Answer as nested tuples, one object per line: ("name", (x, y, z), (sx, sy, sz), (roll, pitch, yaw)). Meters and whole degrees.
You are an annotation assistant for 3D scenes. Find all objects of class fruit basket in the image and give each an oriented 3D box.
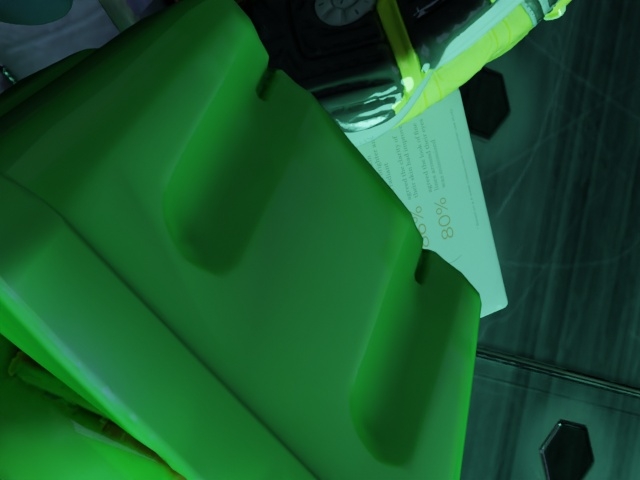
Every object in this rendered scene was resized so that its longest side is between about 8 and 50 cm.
("fruit basket", (-0.166, 0.105, 0.494), (0.283, 0.392, 0.392), (49, 66, -23))

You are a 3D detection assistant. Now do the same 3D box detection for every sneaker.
("sneaker", (0.104, -0.165, 0.775), (0.384, 0.145, 0.147), (-49, 145, -30))

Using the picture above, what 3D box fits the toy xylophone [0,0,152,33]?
("toy xylophone", (-0.232, -0.131, 0.489), (0.236, 0.323, 0.081), (46, 41, -62))

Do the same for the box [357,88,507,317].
("box", (0.000, 0.000, 0.764), (0.170, 0.091, 0.130), (-19, 101, -32))

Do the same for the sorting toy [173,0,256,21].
("sorting toy", (-0.036, -0.127, 0.769), (0.102, 0.042, 0.061), (22, 79, -31))
